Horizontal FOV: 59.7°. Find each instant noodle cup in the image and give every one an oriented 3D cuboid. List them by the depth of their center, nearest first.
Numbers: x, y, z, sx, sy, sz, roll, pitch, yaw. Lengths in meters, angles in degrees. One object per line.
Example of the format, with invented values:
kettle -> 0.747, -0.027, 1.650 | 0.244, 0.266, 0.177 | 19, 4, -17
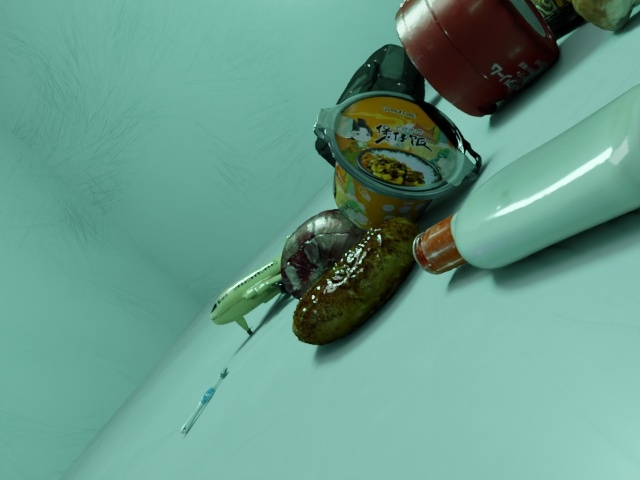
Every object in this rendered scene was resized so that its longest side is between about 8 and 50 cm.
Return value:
instant noodle cup -> 0.087, -0.090, 0.730 | 0.177, 0.208, 0.125 | -55, -11, -34

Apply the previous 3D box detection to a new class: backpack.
backpack -> 0.178, -0.415, 1.743 | 0.363, 0.255, 0.446 | -37, 25, 59

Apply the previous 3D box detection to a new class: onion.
onion -> 0.002, 0.008, 0.933 | 0.206, 0.098, 0.151 | -43, 9, 28

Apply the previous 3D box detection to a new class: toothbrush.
toothbrush -> -0.200, 0.276, 0.969 | 0.017, 0.014, 0.162 | -65, -4, 34

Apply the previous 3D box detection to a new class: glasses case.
glasses case -> 0.406, -0.404, 0.924 | 0.122, 0.082, 0.321 | -49, 7, -4

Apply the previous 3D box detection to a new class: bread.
bread -> 0.038, 0.044, 0.650 | 0.193, 0.064, 0.193 | -46, 3, 3

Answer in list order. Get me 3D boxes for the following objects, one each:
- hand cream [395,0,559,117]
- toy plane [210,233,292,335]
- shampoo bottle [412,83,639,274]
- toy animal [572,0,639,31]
hand cream -> 0.239, -0.317, 0.847 | 0.149, 0.230, 0.230 | -40, 9, 36
toy plane -> -0.115, 0.090, 1.159 | 0.256, 0.104, 0.242 | -48, 9, -11
shampoo bottle -> 0.149, -0.027, 0.409 | 0.108, 0.051, 0.221 | -54, 10, -35
toy animal -> 0.333, -0.347, 0.682 | 0.185, 0.184, 0.104 | -56, -16, -17
